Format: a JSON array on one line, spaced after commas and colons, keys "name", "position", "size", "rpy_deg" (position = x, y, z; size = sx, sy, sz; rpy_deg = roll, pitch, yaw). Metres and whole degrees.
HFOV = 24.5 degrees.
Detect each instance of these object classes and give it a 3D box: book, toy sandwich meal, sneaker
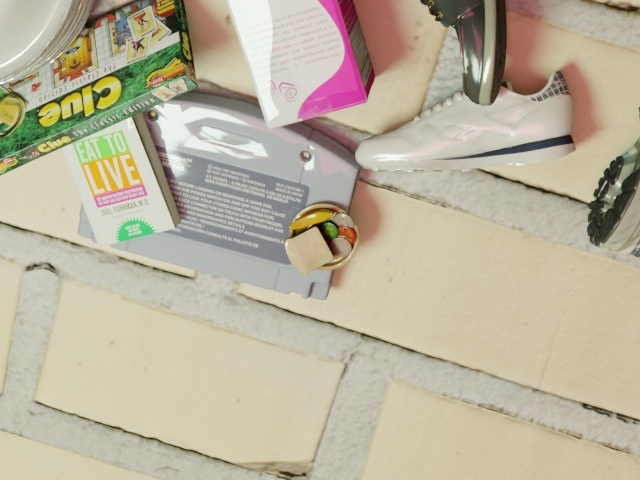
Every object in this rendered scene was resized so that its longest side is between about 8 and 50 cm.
[{"name": "book", "position": [-0.221, -0.072, 1.602], "size": [0.096, 0.035, 0.144], "rpy_deg": [-14, 108, 17]}, {"name": "toy sandwich meal", "position": [0.000, 0.000, 1.595], "size": [0.086, 0.029, 0.085], "rpy_deg": [2, 110, 7]}, {"name": "sneaker", "position": [0.126, -0.246, 1.510], "size": [0.118, 0.083, 0.222], "rpy_deg": [-3, 91, 15]}, {"name": "sneaker", "position": [0.151, -0.120, 1.565], "size": [0.235, 0.090, 0.094], "rpy_deg": [-7, 96, 7]}, {"name": "sneaker", "position": [0.392, -0.102, 1.534], "size": [0.122, 0.110, 0.283], "rpy_deg": [19, 115, -19]}]

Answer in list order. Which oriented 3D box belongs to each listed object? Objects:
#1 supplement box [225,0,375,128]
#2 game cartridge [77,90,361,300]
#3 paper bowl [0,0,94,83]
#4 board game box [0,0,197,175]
[{"name": "supplement box", "position": [-0.029, -0.242, 1.520], "size": [0.111, 0.114, 0.220], "rpy_deg": [-14, 106, 12]}, {"name": "game cartridge", "position": [-0.112, -0.059, 1.632], "size": [0.294, 0.060, 0.196], "rpy_deg": [15, 115, 2]}, {"name": "paper bowl", "position": [-0.380, -0.294, 1.511], "size": [0.284, 0.148, 0.284], "rpy_deg": [2, 101, 9]}, {"name": "board game box", "position": [-0.258, -0.170, 1.576], "size": [0.260, 0.136, 0.030], "rpy_deg": [-23, 148, 15]}]
